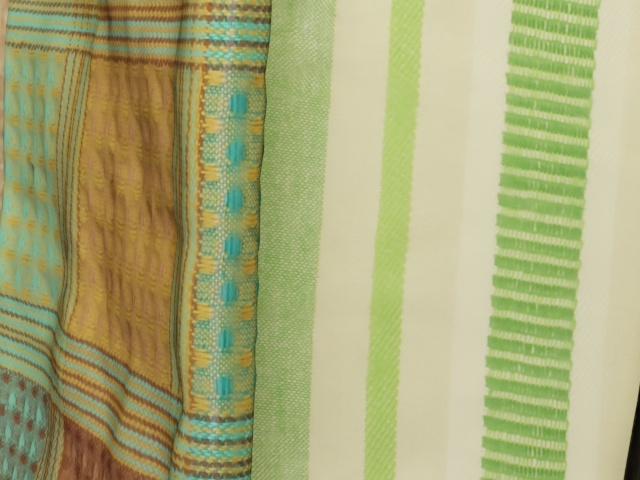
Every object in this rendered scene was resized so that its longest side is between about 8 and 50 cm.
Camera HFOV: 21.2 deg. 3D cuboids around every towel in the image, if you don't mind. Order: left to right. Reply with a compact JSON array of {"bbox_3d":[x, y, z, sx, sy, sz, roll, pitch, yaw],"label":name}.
[{"bbox_3d":[-0.083,-0.055,0.664,0.040,0.271,0.370,1,96,-24],"label":"towel"},{"bbox_3d":[0.107,-0.002,0.680,0.325,0.038,0.248,3,95,-11],"label":"towel"}]

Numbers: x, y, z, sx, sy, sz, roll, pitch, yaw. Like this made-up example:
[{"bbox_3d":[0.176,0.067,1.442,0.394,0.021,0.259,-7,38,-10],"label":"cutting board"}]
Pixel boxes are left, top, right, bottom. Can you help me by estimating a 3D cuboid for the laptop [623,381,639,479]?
[{"bbox_3d":[0.360,0.031,0.625,0.408,0.236,0.382,16,80,-25],"label":"laptop"}]
